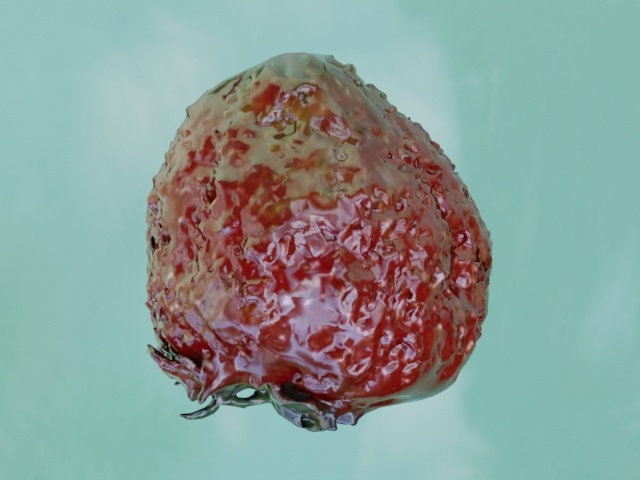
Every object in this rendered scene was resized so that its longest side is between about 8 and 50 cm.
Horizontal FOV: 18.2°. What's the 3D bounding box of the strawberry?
[{"bbox_3d":[0.000,-0.001,0.554,0.106,0.106,0.106,6,127,8],"label":"strawberry"}]
